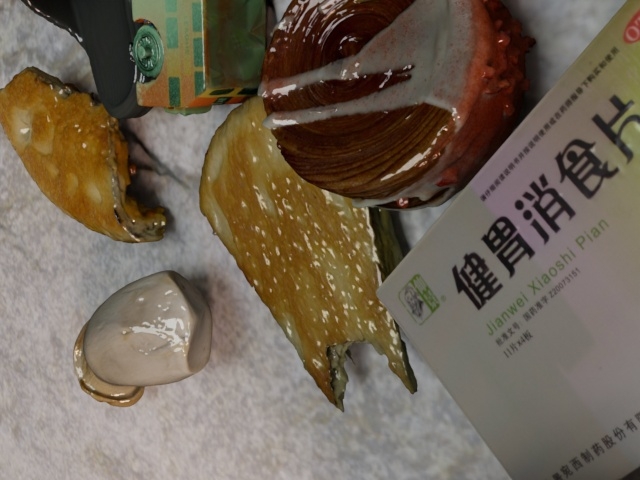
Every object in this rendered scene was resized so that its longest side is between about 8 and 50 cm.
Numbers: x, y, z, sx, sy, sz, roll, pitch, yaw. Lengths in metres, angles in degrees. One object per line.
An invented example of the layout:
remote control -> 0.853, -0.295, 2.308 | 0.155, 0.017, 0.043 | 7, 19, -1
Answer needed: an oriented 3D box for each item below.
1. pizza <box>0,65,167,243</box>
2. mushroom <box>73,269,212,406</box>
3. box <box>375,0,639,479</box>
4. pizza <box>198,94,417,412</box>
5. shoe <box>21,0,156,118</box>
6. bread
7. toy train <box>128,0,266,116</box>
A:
pizza -> -0.232, -0.086, 0.822 | 0.271, 0.056, 0.134 | 29, 121, 37
mushroom -> -0.160, 0.090, 0.775 | 0.097, 0.088, 0.212 | 41, 140, -11
box -> 0.161, 0.014, 0.463 | 0.175, 0.062, 0.260 | 54, 132, 21
pizza -> 0.000, 0.000, 0.631 | 0.181, 0.034, 0.262 | -47, 65, 40
shoe -> -0.202, -0.217, 0.725 | 0.108, 0.093, 0.241 | -33, 71, 44
bread -> 0.044, -0.094, 0.516 | 0.160, 0.073, 0.160 | -10, 72, 35
toy train -> -0.095, -0.187, 0.652 | 0.099, 0.072, 0.188 | 12, 108, 44
